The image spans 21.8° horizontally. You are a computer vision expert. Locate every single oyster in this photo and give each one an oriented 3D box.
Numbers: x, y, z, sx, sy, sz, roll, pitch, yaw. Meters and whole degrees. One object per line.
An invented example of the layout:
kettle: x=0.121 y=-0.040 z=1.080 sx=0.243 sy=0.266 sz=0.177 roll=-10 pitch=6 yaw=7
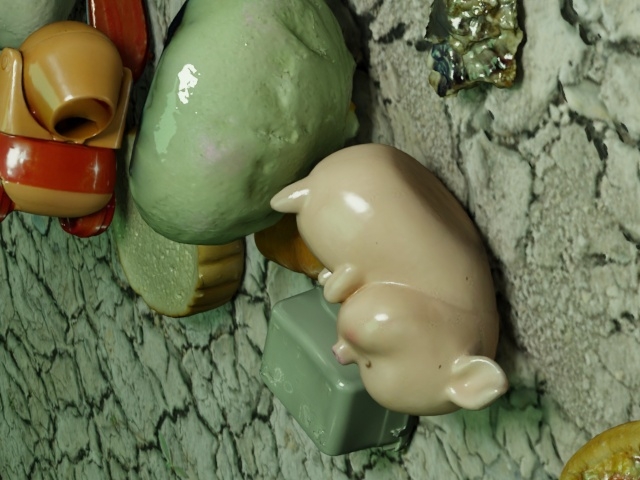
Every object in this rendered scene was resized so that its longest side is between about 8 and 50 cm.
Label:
oyster: x=0.119 y=-0.192 z=1.366 sx=0.103 sy=0.051 sz=0.148 roll=3 pitch=94 yaw=51

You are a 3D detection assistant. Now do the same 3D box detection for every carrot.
carrot: x=0.000 y=0.000 z=1.606 sx=0.193 sy=0.087 sz=0.087 roll=-4 pitch=99 yaw=58

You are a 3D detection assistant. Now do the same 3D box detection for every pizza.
pizza: x=0.264 y=0.239 z=1.297 sx=0.188 sy=0.062 sz=0.199 roll=-37 pitch=71 yaw=59

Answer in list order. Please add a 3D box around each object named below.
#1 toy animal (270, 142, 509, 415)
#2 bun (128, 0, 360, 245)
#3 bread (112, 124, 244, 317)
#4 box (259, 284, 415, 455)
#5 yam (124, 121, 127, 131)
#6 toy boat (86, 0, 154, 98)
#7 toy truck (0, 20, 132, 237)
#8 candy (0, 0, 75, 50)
toy animal: x=0.070 y=0.035 z=1.443 sx=0.250 sy=0.154 sz=0.166 roll=67 pitch=-168 yaw=0
bun: x=-0.057 y=-0.116 z=1.531 sx=0.179 sy=0.283 sz=0.283 roll=21 pitch=131 yaw=5
bread: x=-0.163 y=-0.027 z=1.871 sx=0.236 sy=0.070 sz=0.236 roll=30 pitch=128 yaw=50
box: x=0.013 y=0.126 z=1.624 sx=0.172 sy=0.093 sz=0.124 roll=46 pitch=138 yaw=40
yam: x=-0.346 y=-0.125 z=2.123 sx=0.356 sy=0.081 sz=0.081 roll=-1 pitch=101 yaw=58
toy boat: x=-0.231 y=-0.248 z=1.895 sx=0.059 sy=0.069 sz=0.173 roll=-164 pitch=64 yaw=-79
toy truck: x=-0.321 y=-0.136 z=1.858 sx=0.265 sy=0.189 sz=0.239 roll=24 pitch=103 yaw=51
candy: x=-0.382 y=-0.362 z=1.983 sx=0.295 sy=0.185 sz=0.295 roll=46 pitch=154 yaw=31
